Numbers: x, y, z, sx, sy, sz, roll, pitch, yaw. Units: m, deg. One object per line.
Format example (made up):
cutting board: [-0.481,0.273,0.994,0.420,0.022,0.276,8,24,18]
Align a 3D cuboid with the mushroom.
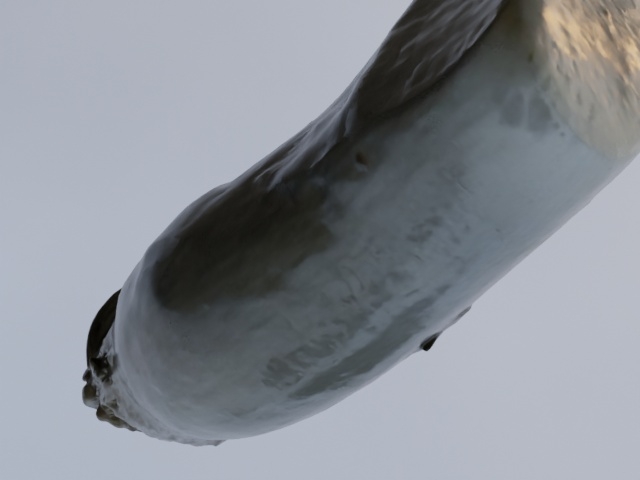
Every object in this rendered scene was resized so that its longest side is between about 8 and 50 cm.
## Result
mushroom: [-0.001,0.000,0.978,0.397,0.126,0.177,-42,-156,33]
